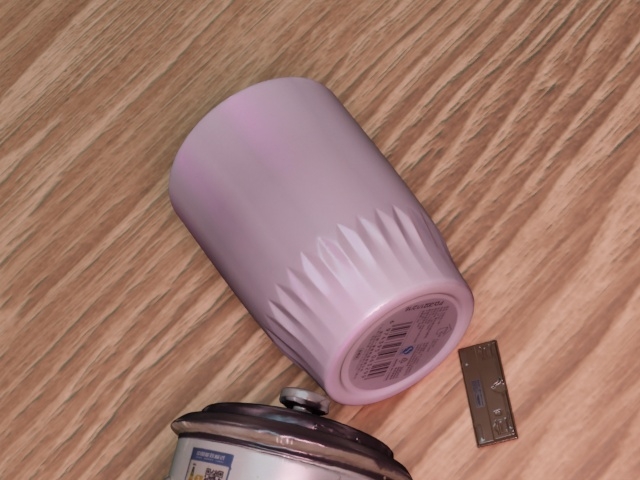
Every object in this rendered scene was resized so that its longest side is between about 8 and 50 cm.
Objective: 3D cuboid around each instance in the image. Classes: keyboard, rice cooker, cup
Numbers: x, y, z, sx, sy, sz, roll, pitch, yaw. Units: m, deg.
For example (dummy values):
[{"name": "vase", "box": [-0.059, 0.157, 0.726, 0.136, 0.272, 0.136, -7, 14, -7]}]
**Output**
[{"name": "keyboard", "box": [0.195, 0.178, 1.361, 0.049, 0.015, 0.129, -19, 54, 15]}, {"name": "rice cooker", "box": [-0.049, 0.299, 1.211, 0.264, 0.316, 0.316, 14, 62, 0]}, {"name": "cup", "box": [0.000, 0.000, 1.407, 0.253, 0.253, 0.371, -35, 57, -3]}]
